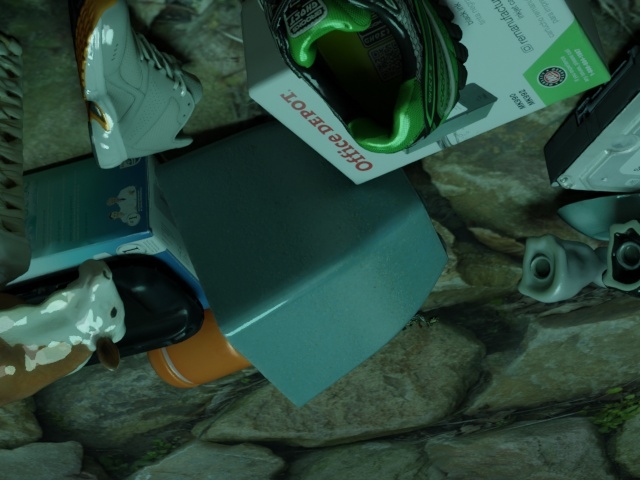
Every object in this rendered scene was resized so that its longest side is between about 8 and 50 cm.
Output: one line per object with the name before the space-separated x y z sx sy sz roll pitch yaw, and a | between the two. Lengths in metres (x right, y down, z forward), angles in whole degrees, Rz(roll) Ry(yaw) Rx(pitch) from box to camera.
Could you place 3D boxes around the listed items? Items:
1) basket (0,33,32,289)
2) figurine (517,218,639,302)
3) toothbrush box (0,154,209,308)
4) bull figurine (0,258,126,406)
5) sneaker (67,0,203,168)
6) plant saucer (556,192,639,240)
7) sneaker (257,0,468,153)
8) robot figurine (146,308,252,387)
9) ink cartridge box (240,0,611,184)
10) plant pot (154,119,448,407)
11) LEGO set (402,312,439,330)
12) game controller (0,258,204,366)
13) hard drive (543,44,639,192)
basket | -0.486 -0.064 0.917 0.331 0.266 0.328 -30 143 33
figurine | 0.402 0.032 1.326 0.209 0.092 0.215 2 172 -40
toothbrush box | -0.300 0.018 1.235 0.295 0.126 0.216 -15 150 12
bull figurine | -0.317 0.095 0.871 0.310 0.101 0.188 -29 141 28
sneaker | -0.178 -0.168 0.991 0.121 0.099 0.262 -10 158 -10
plant saucer | 0.414 -0.026 1.333 0.195 0.037 0.195 0 171 0
sneaker | 0.000 -0.221 0.766 0.134 0.146 0.343 -30 105 27
robot figurine | -0.166 0.141 1.476 0.219 0.128 0.158 -24 173 25
ink cartridge box | 0.098 -0.190 0.963 0.289 0.121 0.211 -22 146 25
plant pot | 0.000 0.000 1.165 0.252 0.247 0.248 -29 147 4
LEGO set | 0.153 0.128 1.630 0.054 0.023 0.083 -25 159 32
game controller | -0.305 0.099 1.206 0.319 0.067 0.166 -15 137 15
hard drive | 0.469 -0.131 1.187 0.339 0.064 0.237 3 153 -16
